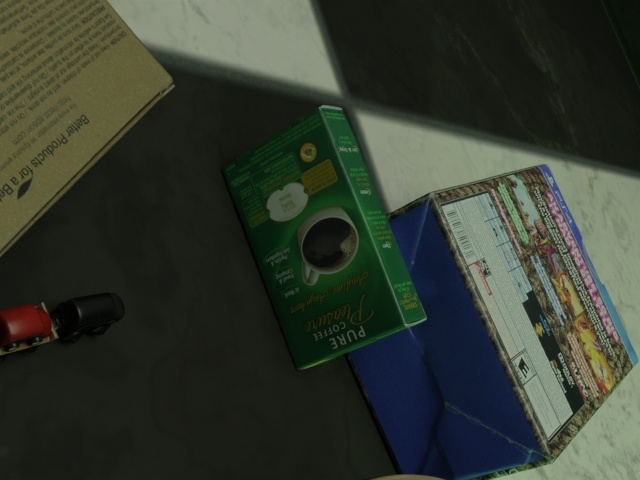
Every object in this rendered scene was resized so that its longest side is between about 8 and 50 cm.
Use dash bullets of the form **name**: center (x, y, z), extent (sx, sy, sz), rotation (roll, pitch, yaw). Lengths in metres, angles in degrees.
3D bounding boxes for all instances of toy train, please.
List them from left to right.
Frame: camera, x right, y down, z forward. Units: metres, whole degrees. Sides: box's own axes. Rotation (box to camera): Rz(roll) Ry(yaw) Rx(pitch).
- **toy train**: center (-0.174, 0.052, 0.483), extent (0.158, 0.036, 0.027), rotation (-11, 77, -55)

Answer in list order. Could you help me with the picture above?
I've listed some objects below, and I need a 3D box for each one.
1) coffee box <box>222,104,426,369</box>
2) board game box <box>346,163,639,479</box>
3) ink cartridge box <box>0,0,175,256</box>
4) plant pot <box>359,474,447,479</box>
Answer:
- **coffee box**: center (0.000, 0.000, 0.684), extent (0.040, 0.113, 0.184), rotation (-7, 72, -57)
- **board game box**: center (0.159, 0.070, 0.817), extent (0.291, 0.141, 0.232), rotation (-15, 80, -56)
- **ink cartridge box**: center (-0.217, -0.097, 0.482), extent (0.193, 0.088, 0.235), rotation (52, 35, -18)
- **plant pot**: center (0.028, 0.266, 0.514), extent (0.237, 0.109, 0.238), rotation (12, 67, -32)
